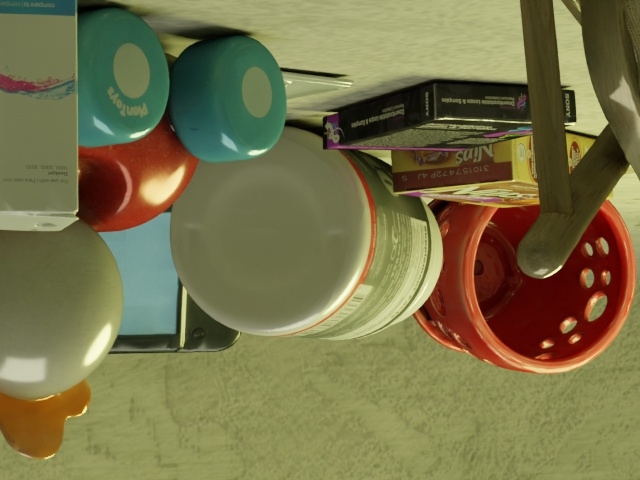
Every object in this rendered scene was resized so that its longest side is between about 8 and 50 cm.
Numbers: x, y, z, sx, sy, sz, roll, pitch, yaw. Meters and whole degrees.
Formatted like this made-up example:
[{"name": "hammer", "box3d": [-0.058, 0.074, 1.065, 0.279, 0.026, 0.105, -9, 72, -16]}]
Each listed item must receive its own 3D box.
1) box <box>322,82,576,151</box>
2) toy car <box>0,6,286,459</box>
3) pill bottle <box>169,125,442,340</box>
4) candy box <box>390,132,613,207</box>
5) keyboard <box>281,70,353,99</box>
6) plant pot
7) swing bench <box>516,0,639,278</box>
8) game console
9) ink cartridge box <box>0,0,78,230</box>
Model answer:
[{"name": "box", "box3d": [0.089, -0.086, 1.410, 0.116, 0.029, 0.162, 0, 177, -28]}, {"name": "toy car", "box3d": [-0.155, 0.005, 1.139, 0.219, 0.238, 0.210, -4, 175, 35]}, {"name": "pill bottle", "box3d": [0.000, 0.000, 1.621, 0.161, 0.161, 0.283, -3, 176, 17]}, {"name": "candy box", "box3d": [0.149, -0.060, 1.606, 0.109, 0.053, 0.187, -4, 176, 32]}, {"name": "keyboard", "box3d": [-0.087, -0.094, 1.368, 0.072, 0.014, 0.256, -4, 179, -41]}, {"name": "plant pot", "box3d": [0.180, 0.032, 1.923, 0.191, 0.191, 0.174, 1, 178, -26]}, {"name": "swing bench", "box3d": [0.229, -0.073, 0.815, 0.253, 0.165, 0.255, -4, 180, 22]}, {"name": "game console", "box3d": [-0.197, 0.014, 1.753, 0.293, 0.250, 0.173, 0, -158, -11]}, {"name": "ink cartridge box", "box3d": [-0.144, -0.067, 0.951, 0.052, 0.122, 0.088, -1, 175, -13]}]
